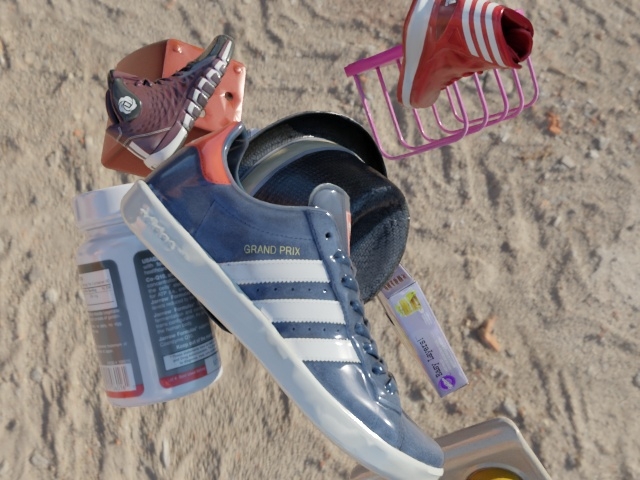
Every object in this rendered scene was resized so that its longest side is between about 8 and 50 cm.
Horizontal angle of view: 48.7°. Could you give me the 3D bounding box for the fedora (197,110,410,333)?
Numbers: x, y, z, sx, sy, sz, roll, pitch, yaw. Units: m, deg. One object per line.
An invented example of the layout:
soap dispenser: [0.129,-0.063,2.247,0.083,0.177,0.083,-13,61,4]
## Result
fedora: [0.000,0.000,0.920,0.334,0.334,0.152,-37,38,-23]

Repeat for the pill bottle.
pill bottle: [-0.239,0.068,0.967,0.161,0.161,0.283,-12,93,-15]

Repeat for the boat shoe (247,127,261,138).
boat shoe: [-0.136,-0.080,1.094,0.076,0.080,0.229,9,66,-9]

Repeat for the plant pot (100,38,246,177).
plant pot: [-0.300,-0.287,1.547,0.267,0.235,0.267,13,70,-28]

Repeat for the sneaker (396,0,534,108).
sneaker: [0.156,-0.189,0.771,0.128,0.221,0.087,18,83,11]

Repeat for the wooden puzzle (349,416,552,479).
wooden puzzle: [0.258,0.490,1.189,0.348,0.322,0.080,56,27,-13]

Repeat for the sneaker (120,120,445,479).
sneaker: [0.000,0.044,0.587,0.148,0.131,0.350,-44,89,-4]

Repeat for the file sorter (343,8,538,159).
file sorter: [0.229,-0.274,1.255,0.290,0.202,0.182,-27,102,-44]

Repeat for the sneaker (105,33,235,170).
sneaker: [-0.267,-0.270,1.202,0.162,0.106,0.281,31,70,-16]

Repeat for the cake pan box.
cake pan box: [0.162,0.133,1.348,0.070,0.267,0.246,-28,115,-2]
